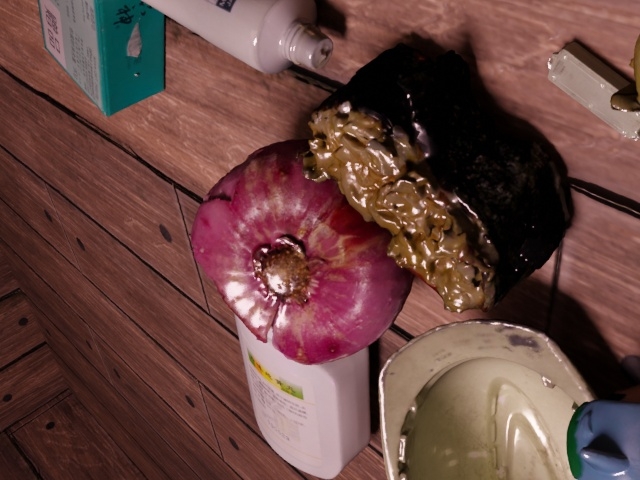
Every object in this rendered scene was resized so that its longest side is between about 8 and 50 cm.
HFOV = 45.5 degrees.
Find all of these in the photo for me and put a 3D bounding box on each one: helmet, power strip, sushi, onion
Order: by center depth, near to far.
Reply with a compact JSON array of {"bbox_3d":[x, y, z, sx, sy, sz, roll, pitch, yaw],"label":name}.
[{"bbox_3d":[0.182,-0.095,0.491,0.083,0.017,0.027,45,151,21],"label":"power strip"},{"bbox_3d":[0.087,-0.052,0.584,0.212,0.115,0.147,50,152,14],"label":"sushi"},{"bbox_3d":[0.168,0.182,0.683,0.204,0.137,0.257,-13,92,23],"label":"helmet"},{"bbox_3d":[-0.004,0.001,0.719,0.207,0.201,0.200,60,155,24],"label":"onion"}]

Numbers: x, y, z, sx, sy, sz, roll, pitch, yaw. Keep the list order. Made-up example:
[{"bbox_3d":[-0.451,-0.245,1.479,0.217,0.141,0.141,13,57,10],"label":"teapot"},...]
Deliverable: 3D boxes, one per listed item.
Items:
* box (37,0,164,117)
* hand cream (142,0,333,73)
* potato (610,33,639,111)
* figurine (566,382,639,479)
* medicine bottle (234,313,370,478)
[{"bbox_3d":[-0.264,-0.289,0.908,0.153,0.092,0.245,47,150,18],"label":"box"},{"bbox_3d":[-0.122,-0.244,0.720,0.341,0.124,0.077,35,147,26],"label":"hand cream"},{"bbox_3d":[0.246,-0.041,0.374,0.225,0.090,0.117,48,158,28],"label":"potato"},{"bbox_3d":[0.268,0.142,0.530,0.178,0.144,0.114,18,175,23],"label":"figurine"},{"bbox_3d":[-0.023,0.150,0.959,0.179,0.124,0.324,33,146,34],"label":"medicine bottle"}]
